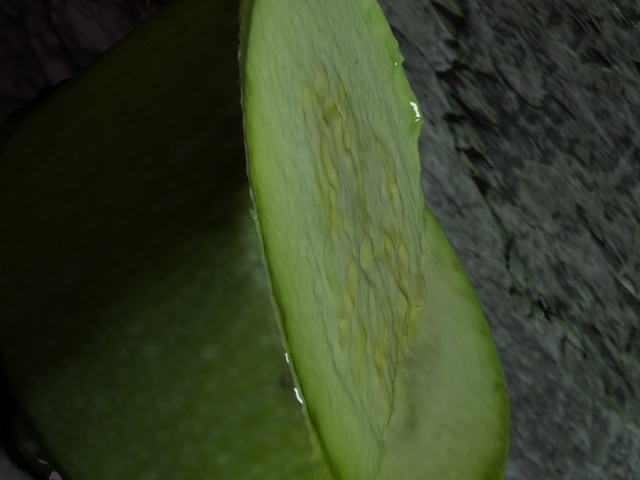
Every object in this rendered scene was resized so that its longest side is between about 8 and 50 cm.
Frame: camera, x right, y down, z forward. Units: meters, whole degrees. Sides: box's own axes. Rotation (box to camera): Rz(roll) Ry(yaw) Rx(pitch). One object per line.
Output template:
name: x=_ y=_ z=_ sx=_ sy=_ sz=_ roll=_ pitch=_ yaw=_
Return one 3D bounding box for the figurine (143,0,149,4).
figurine: x=-0.046 y=-0.188 z=0.675 sx=0.137 sy=0.112 sz=0.229 roll=-9 pitch=77 yaw=-59

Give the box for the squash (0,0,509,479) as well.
squash: x=0.000 y=0.012 z=0.536 sx=0.220 sy=0.133 sz=0.220 roll=38 pitch=35 yaw=-33
